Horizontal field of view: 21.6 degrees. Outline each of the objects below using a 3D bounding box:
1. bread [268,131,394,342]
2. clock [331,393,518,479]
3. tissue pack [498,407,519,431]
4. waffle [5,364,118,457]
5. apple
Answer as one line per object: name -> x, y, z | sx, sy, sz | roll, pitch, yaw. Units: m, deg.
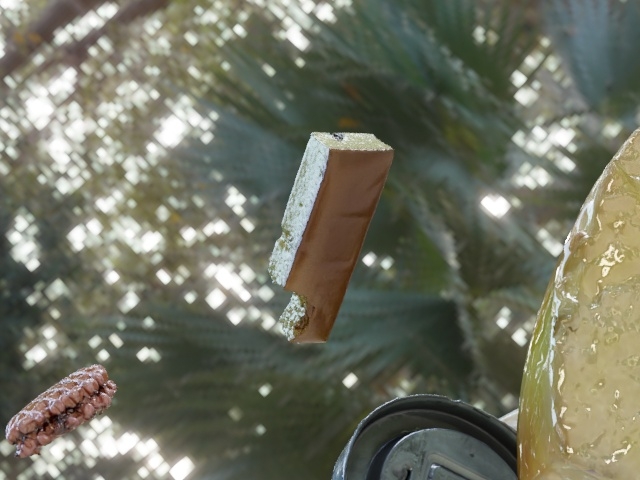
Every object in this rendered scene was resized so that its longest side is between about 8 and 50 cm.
bread -> 0.000, 0.000, 1.647 | 0.088, 0.049, 0.226 | -3, -57, -40
clock -> 0.114, 0.244, 1.493 | 0.226, 0.226, 0.049 | -23, -21, -38
tissue pack -> 0.320, 0.311, 1.947 | 0.297, 0.207, 0.380 | -20, -27, -14
waffle -> -0.164, 0.106, 1.053 | 0.075, 0.029, 0.083 | -29, 7, 5
apple -> 0.261, 0.062, 0.932 | 0.314, 0.252, 0.309 | 49, -124, -39
